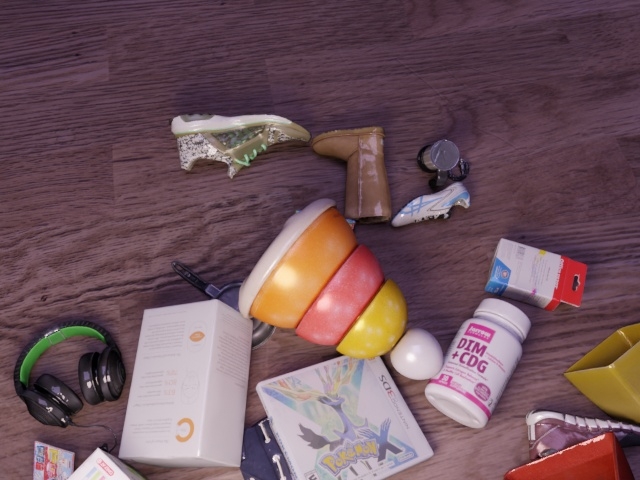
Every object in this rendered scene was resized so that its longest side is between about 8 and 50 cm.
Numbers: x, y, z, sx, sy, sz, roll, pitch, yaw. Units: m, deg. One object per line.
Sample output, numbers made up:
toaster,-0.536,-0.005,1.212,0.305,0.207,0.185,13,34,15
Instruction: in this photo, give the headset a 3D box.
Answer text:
headset,-0.573,0.372,1.517,0.244,0.185,0.394,-28,51,-17

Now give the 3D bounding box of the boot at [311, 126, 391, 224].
boot,0.081,-0.179,1.795,0.236,0.089,0.269,-7,74,25

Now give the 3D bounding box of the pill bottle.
pill bottle,0.385,0.289,1.523,0.160,0.160,0.283,30,67,14

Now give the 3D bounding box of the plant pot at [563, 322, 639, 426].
plant pot,0.753,0.324,1.492,0.212,0.212,0.187,-32,80,-15

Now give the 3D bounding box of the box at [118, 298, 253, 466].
box,-0.299,0.333,1.456,0.215,0.168,0.345,-10,61,24

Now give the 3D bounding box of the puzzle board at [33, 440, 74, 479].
puzzle board,-0.607,0.521,1.437,0.097,0.128,0.011,15,22,7

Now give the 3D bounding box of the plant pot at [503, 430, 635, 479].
plant pot,0.542,0.593,1.289,0.267,0.267,0.235,-34,87,25

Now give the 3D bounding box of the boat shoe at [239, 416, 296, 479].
boat shoe,-0.083,0.555,1.421,0.158,0.127,0.340,-20,57,-2

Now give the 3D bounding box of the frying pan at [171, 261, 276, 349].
frying pan,-0.240,0.140,1.663,0.197,0.053,0.326,-27,70,-14

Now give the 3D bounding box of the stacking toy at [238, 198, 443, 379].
stacking toy,0.081,0.162,1.482,0.480,0.350,0.350,37,69,8

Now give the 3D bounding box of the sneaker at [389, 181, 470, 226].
sneaker,0.307,-0.087,1.758,0.237,0.085,0.086,-23,74,-8

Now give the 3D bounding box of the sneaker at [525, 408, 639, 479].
sneaker,0.618,0.493,1.466,0.282,0.106,0.162,6,70,13

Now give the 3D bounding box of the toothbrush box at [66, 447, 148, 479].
toothbrush box,-0.396,0.565,1.314,0.206,0.283,0.122,36,69,17

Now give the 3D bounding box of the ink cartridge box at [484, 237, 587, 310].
ink cartridge box,0.566,0.096,1.666,0.231,0.078,0.134,18,65,9

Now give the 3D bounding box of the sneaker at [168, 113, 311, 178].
sneaker,-0.231,-0.272,1.846,0.411,0.158,0.181,-1,94,-3

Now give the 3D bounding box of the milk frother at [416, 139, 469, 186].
milk frother,0.365,-0.224,1.795,0.143,0.135,0.129,-18,96,-6

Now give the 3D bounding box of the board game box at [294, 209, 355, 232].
board game box,0.000,0.000,1.731,0.171,0.048,0.141,11,66,6

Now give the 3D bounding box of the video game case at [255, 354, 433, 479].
video game case,0.057,0.415,1.454,0.329,0.036,0.299,-12,57,-29
